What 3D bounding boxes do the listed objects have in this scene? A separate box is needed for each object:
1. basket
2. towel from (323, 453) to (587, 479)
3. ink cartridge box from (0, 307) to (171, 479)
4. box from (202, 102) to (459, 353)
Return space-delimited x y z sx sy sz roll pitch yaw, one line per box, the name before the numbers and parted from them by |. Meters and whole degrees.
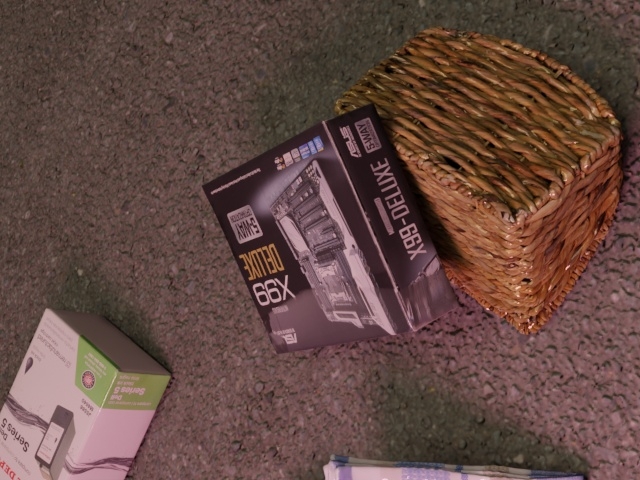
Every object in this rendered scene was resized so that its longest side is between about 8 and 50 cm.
basket | 0.197 -0.084 1.161 0.213 0.223 0.299 -41 52 -16
towel | 0.140 0.341 1.062 0.285 0.034 0.209 3 81 4
ink cartridge box | -0.370 0.269 1.502 0.198 0.115 0.272 31 100 37
box | 0.000 0.000 1.178 0.307 0.077 0.242 -18 96 57
